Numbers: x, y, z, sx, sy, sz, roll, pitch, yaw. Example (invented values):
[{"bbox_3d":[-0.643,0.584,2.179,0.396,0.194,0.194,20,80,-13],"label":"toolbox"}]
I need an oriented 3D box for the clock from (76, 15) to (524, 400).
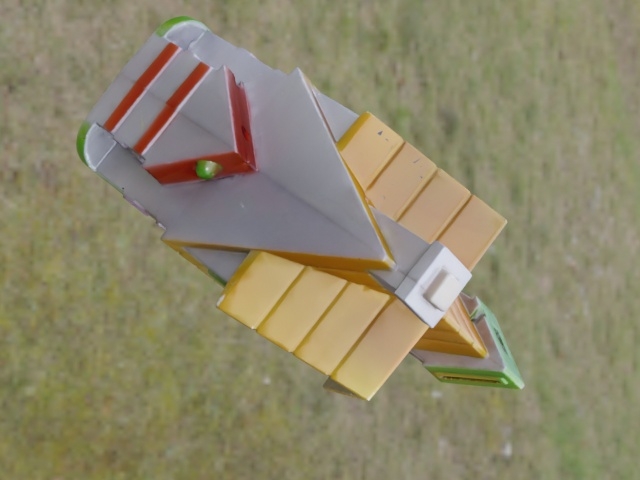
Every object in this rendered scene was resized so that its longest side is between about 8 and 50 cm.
[{"bbox_3d":[0.000,0.000,1.022,0.166,0.309,0.235,-53,139,-4],"label":"clock"}]
